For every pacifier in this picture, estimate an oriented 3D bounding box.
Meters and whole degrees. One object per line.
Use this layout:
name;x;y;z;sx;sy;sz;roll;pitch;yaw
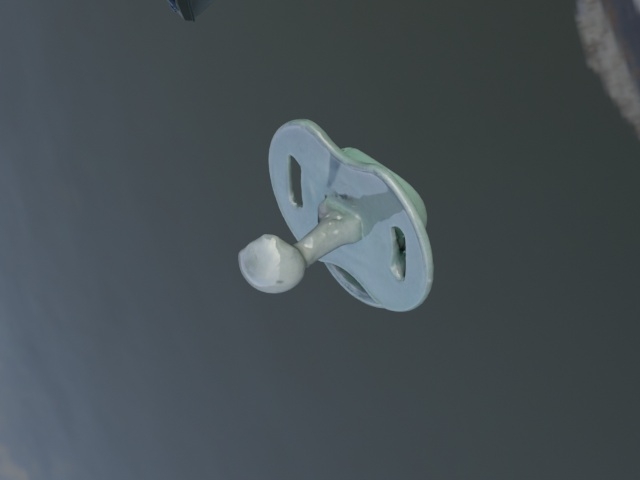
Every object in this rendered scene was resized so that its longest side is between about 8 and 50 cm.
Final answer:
pacifier;0.000;0.000;0.882;0.150;0.116;0.127;39;147;31

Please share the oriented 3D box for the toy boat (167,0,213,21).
toy boat;-0.108;-0.189;0.810;0.141;0.060;0.055;55;171;18
